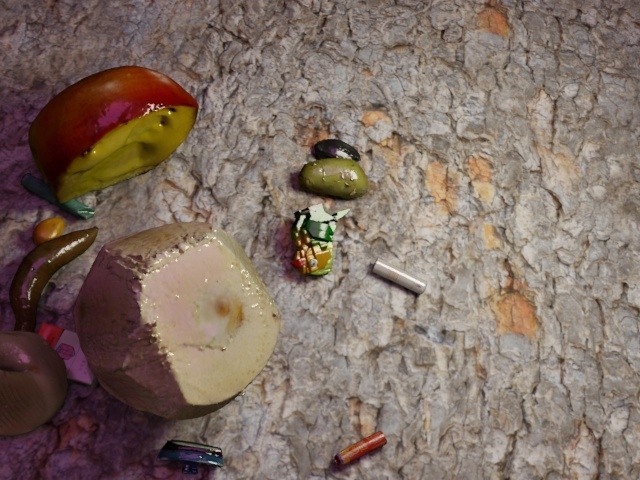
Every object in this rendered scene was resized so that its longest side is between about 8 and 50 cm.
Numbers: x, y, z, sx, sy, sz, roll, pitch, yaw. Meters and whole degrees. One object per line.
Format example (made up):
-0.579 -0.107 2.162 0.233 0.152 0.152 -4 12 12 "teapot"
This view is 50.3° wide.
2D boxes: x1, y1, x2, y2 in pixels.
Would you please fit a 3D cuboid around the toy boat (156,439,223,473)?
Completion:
-0.269 0.453 1.416 0.137 0.060 0.060 13 85 -11 "toy boat"

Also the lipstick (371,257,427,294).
0.199 0.090 1.714 0.141 0.040 0.040 25 61 1 "lipstick"

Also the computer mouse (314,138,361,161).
0.048 -0.239 1.852 0.135 0.047 0.079 23 61 -2 "computer mouse"

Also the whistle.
-0.632 -0.103 1.642 0.186 0.039 0.039 29 61 4 "whistle"

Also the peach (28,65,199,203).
-0.494 -0.280 1.614 0.381 0.306 0.242 -23 75 -27 "peach"

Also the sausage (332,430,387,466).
0.084 0.460 1.499 0.130 0.034 0.034 -20 68 -21 "sausage"

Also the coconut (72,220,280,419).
-0.308 0.153 1.405 0.405 0.404 0.404 5 62 -9 "coconut"

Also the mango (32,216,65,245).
-0.634 -0.022 1.596 0.060 0.046 0.089 33 48 5 "mango"

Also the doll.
-0.008 -0.002 1.682 0.135 0.106 0.186 14 77 -20 "doll"

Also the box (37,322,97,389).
-0.546 0.249 1.472 0.152 0.048 0.100 17 58 0 "box"

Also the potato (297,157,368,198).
0.034 -0.164 1.791 0.188 0.085 0.105 1 84 -8 "potato"

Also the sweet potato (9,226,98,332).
-0.622 0.083 1.517 0.109 0.079 0.346 15 56 8 "sweet potato"

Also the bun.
-0.623 0.275 1.366 0.230 0.229 0.145 -3 34 -14 "bun"
